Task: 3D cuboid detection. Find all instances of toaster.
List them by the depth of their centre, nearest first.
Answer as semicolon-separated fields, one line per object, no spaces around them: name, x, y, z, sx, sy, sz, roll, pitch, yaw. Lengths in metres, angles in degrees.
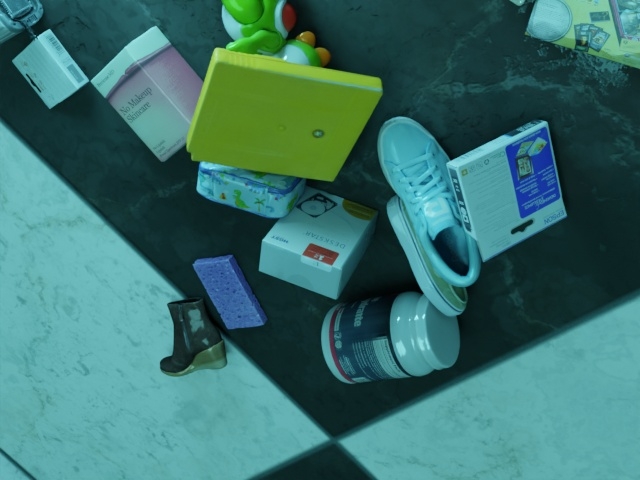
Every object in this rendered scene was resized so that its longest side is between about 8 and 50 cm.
toaster;-0.720;-0.523;1.852;0.146;0.129;0.227;-16;117;38

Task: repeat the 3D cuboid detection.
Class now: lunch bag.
lunch bag;-0.144;-0.140;1.812;0.219;0.176;0.090;17;124;12

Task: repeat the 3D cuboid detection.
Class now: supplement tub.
supplement tub;0.157;0.219;1.911;0.272;0.191;0.191;-13;117;32

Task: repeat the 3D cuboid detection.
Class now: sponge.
sponge;-0.230;0.132;2.146;0.117;0.031;0.210;-10;118;31

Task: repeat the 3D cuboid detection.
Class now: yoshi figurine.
yoshi figurine;-0.134;-0.372;1.642;0.203;0.203;0.362;-13;120;51

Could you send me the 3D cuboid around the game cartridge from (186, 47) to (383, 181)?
game cartridge;-0.079;-0.235;1.634;0.324;0.052;0.285;8;144;-18

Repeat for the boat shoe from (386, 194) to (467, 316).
boat shoe;0.245;0.029;1.788;0.094;0.109;0.302;-20;110;33

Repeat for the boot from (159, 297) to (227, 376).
boot;-0.372;0.259;2.294;0.248;0.090;0.206;-12;105;34

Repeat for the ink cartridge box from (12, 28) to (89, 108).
ink cartridge box;-0.631;-0.396;1.968;0.179;0.045;0.145;-11;120;53

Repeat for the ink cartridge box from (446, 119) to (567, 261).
ink cartridge box;0.356;-0.094;1.595;0.045;0.206;0.208;37;150;61

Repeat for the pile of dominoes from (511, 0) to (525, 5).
pile of dominoes;0.310;-0.533;1.394;0.196;0.040;0.251;37;128;14

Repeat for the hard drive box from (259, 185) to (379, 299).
hard drive box;0.000;0.000;1.802;0.181;0.232;0.089;19;130;12

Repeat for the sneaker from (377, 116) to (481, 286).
sneaker;0.229;-0.075;1.649;0.135;0.150;0.365;-29;99;2

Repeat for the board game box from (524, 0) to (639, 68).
board game box;0.484;-0.390;1.405;0.243;0.042;0.165;21;130;12

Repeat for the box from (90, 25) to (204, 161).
box;-0.349;-0.313;1.817;0.149;0.127;0.232;-30;107;39
